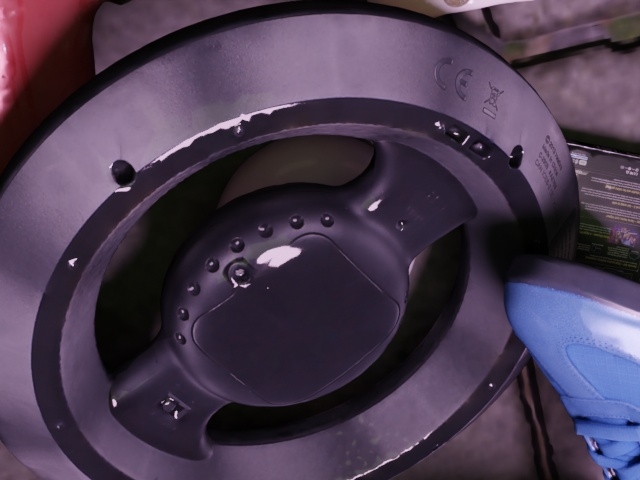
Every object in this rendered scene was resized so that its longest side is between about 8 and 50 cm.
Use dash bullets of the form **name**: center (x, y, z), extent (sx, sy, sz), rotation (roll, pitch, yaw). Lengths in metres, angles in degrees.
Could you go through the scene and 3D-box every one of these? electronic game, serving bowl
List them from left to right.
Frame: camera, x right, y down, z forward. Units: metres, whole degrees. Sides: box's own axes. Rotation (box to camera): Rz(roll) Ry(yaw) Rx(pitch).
- **electronic game**: center (-0.013, 0.019, 0.492), extent (0.229, 0.048, 0.229), rotation (-10, 128, -13)
- **serving bowl**: center (0.000, 0.000, 0.537), extent (0.083, 0.027, 0.083), rotation (-2, 103, -7)

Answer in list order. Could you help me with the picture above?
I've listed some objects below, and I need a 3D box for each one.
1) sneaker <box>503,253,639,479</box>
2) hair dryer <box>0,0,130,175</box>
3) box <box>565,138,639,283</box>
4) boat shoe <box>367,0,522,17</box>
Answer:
- **sneaker**: center (0.134, 0.083, 0.493), extent (0.209, 0.069, 0.082), rotation (38, 78, -27)
- **hair dryer**: center (-0.062, -0.102, 0.450), extent (0.223, 0.080, 0.293), rotation (31, 116, 5)
- **box**: center (0.122, -0.003, 0.554), extent (0.083, 0.018, 0.067), rotation (10, 102, -9)
- **boat shoe**: center (0.150, -0.110, 0.497), extent (0.277, 0.098, 0.096), rotation (1, 104, 3)
